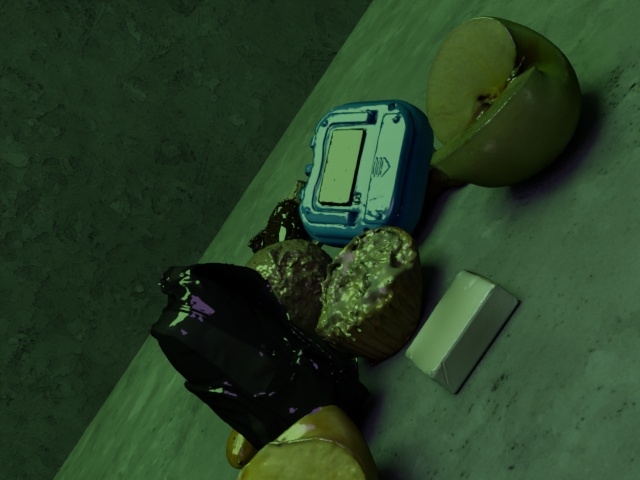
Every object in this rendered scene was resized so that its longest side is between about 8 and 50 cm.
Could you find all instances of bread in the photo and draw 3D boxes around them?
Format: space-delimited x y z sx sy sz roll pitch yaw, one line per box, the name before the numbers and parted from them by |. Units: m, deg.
bread | 0.104 0.103 1.475 0.274 0.149 0.274 -42 25 24

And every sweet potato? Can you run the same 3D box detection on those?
sweet potato | 0.238 -0.105 1.656 0.233 0.062 0.081 -39 45 35

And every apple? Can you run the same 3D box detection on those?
apple | -0.036 0.408 1.115 0.309 0.252 0.314 -40 21 8
apple | 0.330 -0.233 1.351 0.295 0.233 0.258 -98 29 -41

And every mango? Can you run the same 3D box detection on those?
mango | -0.164 0.439 1.699 0.098 0.075 0.190 -41 15 24

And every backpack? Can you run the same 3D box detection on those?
backpack | -0.132 0.217 1.398 0.255 0.445 0.363 -54 16 -21

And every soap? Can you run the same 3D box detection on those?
soap | 0.224 0.142 1.215 0.183 0.063 0.121 -55 18 1

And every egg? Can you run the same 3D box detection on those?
egg | -0.086 0.146 1.716 0.279 0.279 0.311 -104 22 -68

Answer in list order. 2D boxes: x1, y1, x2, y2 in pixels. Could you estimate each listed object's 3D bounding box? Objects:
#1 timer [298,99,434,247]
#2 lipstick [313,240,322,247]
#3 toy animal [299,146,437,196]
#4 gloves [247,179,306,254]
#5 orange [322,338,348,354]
timer | 0.093 -0.149 1.684 0.308 0.115 0.340 5 80 42
lipstick | 0.000 0.000 2.169 0.177 0.027 0.027 -54 17 9
toy animal | 0.137 -0.157 1.840 0.357 0.194 0.258 -29 32 36
gloves | -0.112 -0.031 2.344 0.210 0.135 0.312 -35 27 39
orange | 0.044 0.203 1.578 0.083 0.070 0.083 -42 9 8
